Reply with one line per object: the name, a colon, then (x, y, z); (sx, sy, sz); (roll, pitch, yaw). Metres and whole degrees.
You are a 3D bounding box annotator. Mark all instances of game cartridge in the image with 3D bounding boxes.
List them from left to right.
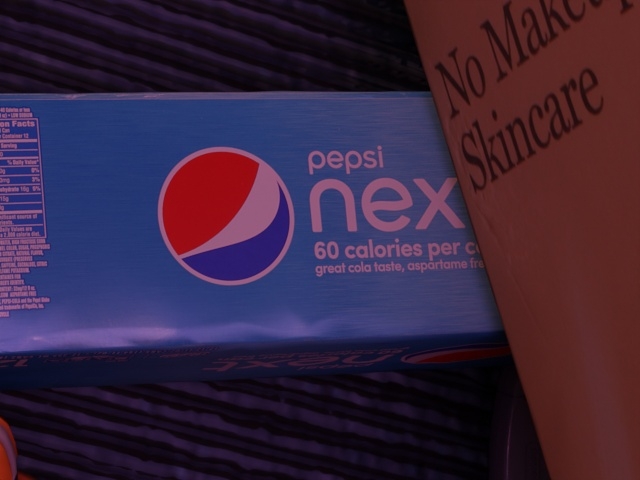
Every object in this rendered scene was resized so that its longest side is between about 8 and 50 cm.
game cartridge: (0.079, 0.069, 0.599); (0.056, 0.017, 0.083); (-2, 96, -23)

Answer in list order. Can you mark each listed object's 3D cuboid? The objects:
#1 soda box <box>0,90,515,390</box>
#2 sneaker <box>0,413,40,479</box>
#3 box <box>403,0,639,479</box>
soda box: (0.000, 0.000, 0.528); (0.210, 0.071, 0.067); (-1, 78, -19)
sneaker: (-0.175, 0.188, 0.466); (0.321, 0.124, 0.180); (-30, 110, -8)
box: (0.108, -0.044, 0.459); (0.121, 0.148, 0.311); (-14, 80, -21)
